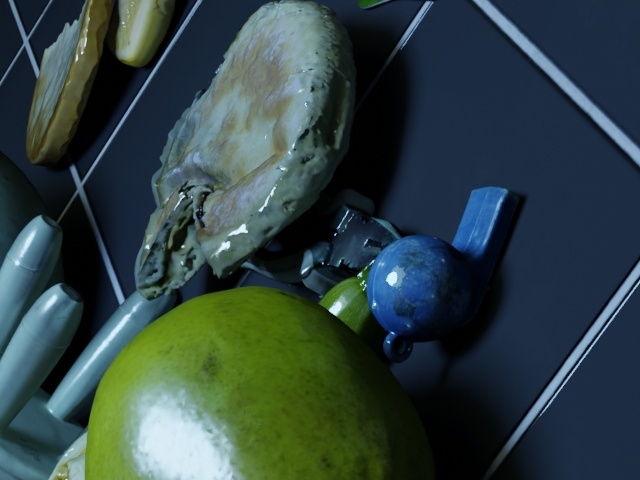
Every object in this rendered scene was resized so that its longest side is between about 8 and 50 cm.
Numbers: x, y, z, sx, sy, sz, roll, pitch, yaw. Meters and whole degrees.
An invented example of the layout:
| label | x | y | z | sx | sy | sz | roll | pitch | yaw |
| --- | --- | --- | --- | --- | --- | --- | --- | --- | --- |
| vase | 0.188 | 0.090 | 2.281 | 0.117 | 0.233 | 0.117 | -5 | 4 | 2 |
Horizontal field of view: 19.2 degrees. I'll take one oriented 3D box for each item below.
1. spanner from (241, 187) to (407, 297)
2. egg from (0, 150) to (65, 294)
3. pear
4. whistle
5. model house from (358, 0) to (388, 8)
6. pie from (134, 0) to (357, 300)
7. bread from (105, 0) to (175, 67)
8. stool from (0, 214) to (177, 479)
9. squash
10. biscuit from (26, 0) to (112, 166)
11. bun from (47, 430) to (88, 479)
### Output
| label | x | y | z | sx | sy | sz | roll | pitch | yaw |
| --- | --- | --- | --- | --- | --- | --- | --- | --- | --- |
| spanner | 0.000 | 0.000 | 1.652 | 0.325 | 0.040 | 0.095 | 11 | 75 | 64 |
| egg | -0.452 | 0.054 | 2.061 | 0.345 | 0.345 | 0.428 | -50 | 28 | 24 |
| pear | -0.039 | 0.170 | 1.345 | 0.307 | 0.253 | 0.253 | 35 | 98 | 50 |
| whistle | 0.083 | 0.020 | 1.439 | 0.090 | 0.090 | 0.158 | 1 | 68 | 61 |
| model house | 0.063 | -0.287 | 1.745 | 0.167 | 0.088 | 0.117 | 7 | 72 | 62 |
| pie | -0.067 | -0.086 | 1.740 | 0.337 | 0.075 | 0.337 | -46 | 26 | 31 |
| bread | -0.206 | -0.262 | 2.233 | 0.082 | 0.056 | 0.115 | 31 | 110 | 45 |
| stool | -0.247 | 0.119 | 1.813 | 0.198 | 0.195 | 0.195 | -53 | 28 | 15 |
| squash | -0.016 | 0.114 | 1.550 | 0.258 | 0.069 | 0.069 | -47 | 31 | 29 |
| biscuit | -0.312 | -0.190 | 2.329 | 0.309 | 0.040 | 0.204 | 150 | 134 | -67 |
| bun | -0.185 | 0.241 | 1.665 | 0.222 | 0.127 | 0.222 | -37 | 38 | 36 |
